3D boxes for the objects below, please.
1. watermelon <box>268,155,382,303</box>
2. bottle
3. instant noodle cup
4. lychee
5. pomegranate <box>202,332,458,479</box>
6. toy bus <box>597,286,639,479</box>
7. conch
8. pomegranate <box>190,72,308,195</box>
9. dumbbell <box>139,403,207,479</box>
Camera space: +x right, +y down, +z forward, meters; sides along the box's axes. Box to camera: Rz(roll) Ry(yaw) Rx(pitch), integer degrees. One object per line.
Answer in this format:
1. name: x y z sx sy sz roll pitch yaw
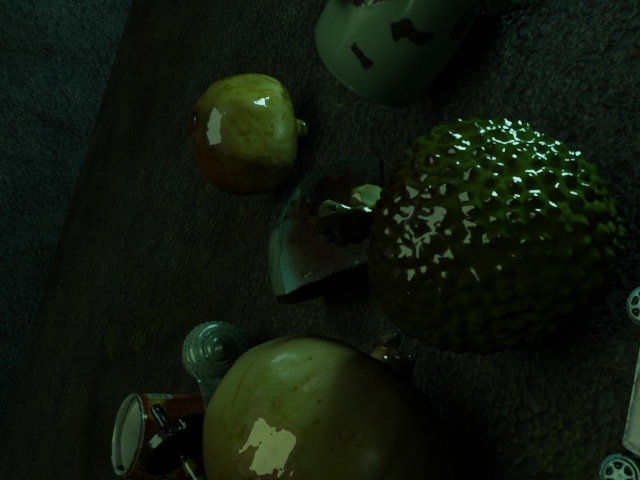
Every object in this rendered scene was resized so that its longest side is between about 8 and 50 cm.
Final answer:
1. watermelon: 0.000 0.000 1.222 0.176 0.260 0.256 28 117 45
2. bottle: 0.160 -0.386 1.094 0.352 0.229 0.229 -53 36 42
3. instant noodle cup: -0.314 0.398 1.530 0.213 0.174 0.213 -32 51 49
4. lychee: 0.174 -0.002 0.857 0.320 0.269 0.270 -17 62 58
5. pomegranate: 0.019 0.261 0.959 0.338 0.338 0.338 -32 50 48
6. toy bus: 0.337 0.150 0.673 0.119 0.121 0.265 6 81 49
7. conch: -0.183 0.239 1.442 0.172 0.131 0.200 63 176 16
8. pomegranate: -0.142 -0.212 1.510 0.248 0.248 0.248 -32 50 48
9. dumbbell: -0.220 0.420 1.349 0.325 0.143 0.143 48 119 29
